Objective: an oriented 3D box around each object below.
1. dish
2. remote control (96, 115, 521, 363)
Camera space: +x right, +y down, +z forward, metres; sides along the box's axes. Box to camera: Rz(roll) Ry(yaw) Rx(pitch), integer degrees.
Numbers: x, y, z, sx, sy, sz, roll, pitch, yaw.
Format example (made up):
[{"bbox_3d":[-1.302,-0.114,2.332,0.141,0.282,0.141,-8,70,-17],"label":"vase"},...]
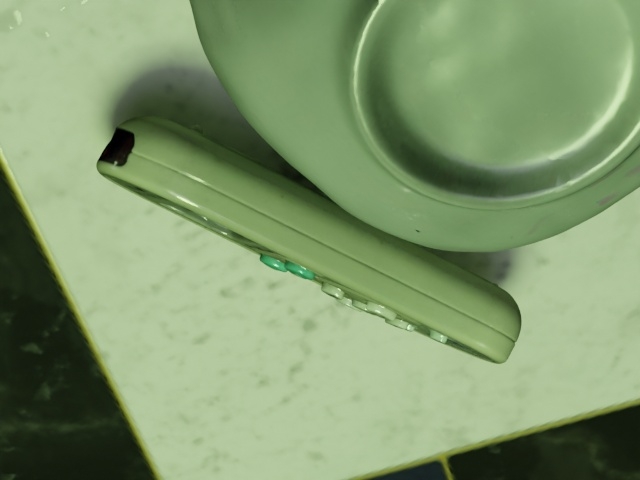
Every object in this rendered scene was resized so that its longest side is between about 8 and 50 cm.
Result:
[{"bbox_3d":[0.071,-0.097,0.713,0.256,0.117,0.256,-2,125,-3],"label":"dish"},{"bbox_3d":[0.000,0.000,0.802,0.221,0.078,0.042,28,85,-21],"label":"remote control"}]
